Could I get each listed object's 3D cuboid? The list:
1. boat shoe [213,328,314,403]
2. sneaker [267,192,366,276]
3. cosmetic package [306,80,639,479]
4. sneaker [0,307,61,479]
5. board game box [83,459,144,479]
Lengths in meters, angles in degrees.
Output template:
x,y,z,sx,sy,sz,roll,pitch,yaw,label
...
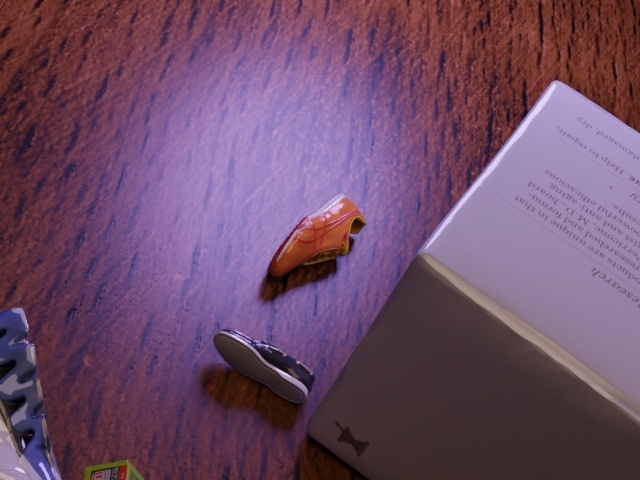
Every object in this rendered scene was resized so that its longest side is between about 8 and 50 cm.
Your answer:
x,y,z,sx,sy,sz,roll,pitch,yaw,label
-0.062,0.135,1.267,0.125,0.046,0.038,32,44,0,boat shoe
0.000,0.000,1.408,0.067,0.064,0.175,47,50,5,sneaker
0.252,0.103,1.245,0.327,0.329,0.394,36,46,7,cosmetic package
-0.329,0.225,1.019,0.182,0.127,0.315,-12,64,-15,sneaker
-0.157,0.283,1.000,0.043,0.181,0.092,-12,47,14,board game box
